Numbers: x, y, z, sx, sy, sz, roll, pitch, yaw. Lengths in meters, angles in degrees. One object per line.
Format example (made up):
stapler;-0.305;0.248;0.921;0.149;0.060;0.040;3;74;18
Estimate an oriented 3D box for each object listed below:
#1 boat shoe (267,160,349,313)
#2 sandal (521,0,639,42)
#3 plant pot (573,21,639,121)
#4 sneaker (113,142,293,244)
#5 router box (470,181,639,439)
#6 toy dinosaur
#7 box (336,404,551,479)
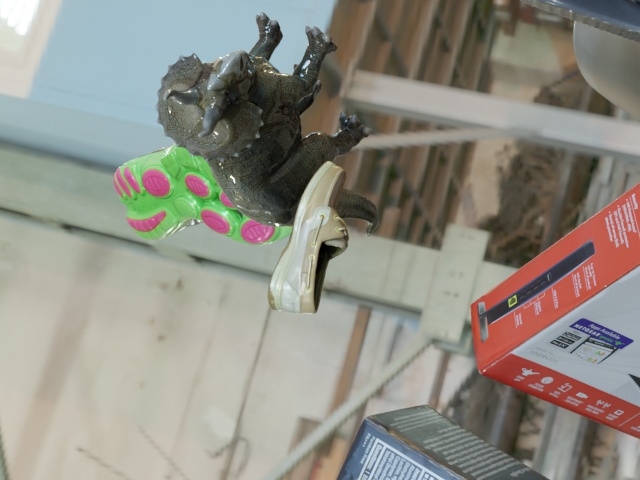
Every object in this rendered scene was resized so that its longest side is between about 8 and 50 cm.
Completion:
boat shoe;0.000;0.000;1.009;0.050;0.045;0.135;59;-131;-66
sandal;0.300;-0.198;1.070;0.097;0.254;0.054;-65;-6;-83
plant pot;0.478;-0.246;1.509;0.323;0.280;0.323;-12;-67;-29
sneaker;-0.140;-0.106;1.886;0.202;0.483;0.185;-33;-68;-33
router box;0.362;0.073;1.139;0.301;0.335;0.082;-41;37;38
toy dinosaur;-0.045;-0.087;1.047;0.160;0.121;0.313;-50;-34;-16
box;0.146;0.390;1.388;0.183;0.294;0.296;4;-67;-61
